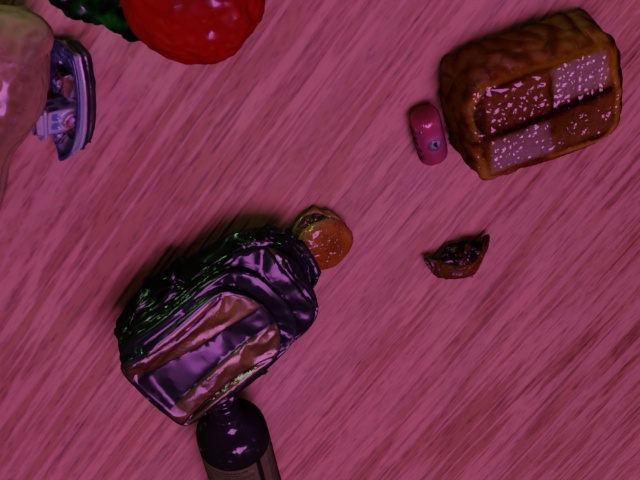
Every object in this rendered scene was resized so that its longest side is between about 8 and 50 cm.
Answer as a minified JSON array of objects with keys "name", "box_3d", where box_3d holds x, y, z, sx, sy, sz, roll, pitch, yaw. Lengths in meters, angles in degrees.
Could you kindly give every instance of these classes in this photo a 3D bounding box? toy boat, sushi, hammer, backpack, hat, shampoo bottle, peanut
[{"name":"toy boat","box_3d":[-0.265,-0.137,1.200,0.066,0.059,0.140,-21,139,-29]},{"name":"sushi","box_3d":[0.193,0.023,1.614,0.099,0.050,0.047,-25,131,-22]},{"name":"hammer","box_3d":[0.133,-0.128,1.444,0.043,0.043,0.083,-25,138,-7]},{"name":"backpack","box_3d":[-0.116,0.089,1.441,0.258,0.133,0.206,-35,129,7]},{"name":"hat","box_3d":[-0.110,-0.256,0.980,0.274,0.332,0.242,-41,134,14]},{"name":"shampoo bottle","box_3d":[-0.117,0.293,1.649,0.101,0.101,0.284,-21,136,-11]},{"name":"peanut","box_3d":[-0.341,-0.114,1.144,0.123,0.123,0.257,11,117,-36]}]

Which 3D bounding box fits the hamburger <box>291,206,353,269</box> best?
[{"name":"hamburger","box_3d":[0.000,0.000,1.487,0.083,0.044,0.076,21,117,-43]}]

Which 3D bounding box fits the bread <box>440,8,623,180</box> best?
[{"name":"bread","box_3d":[0.256,-0.172,1.437,0.222,0.096,0.181,-20,133,-11]}]
